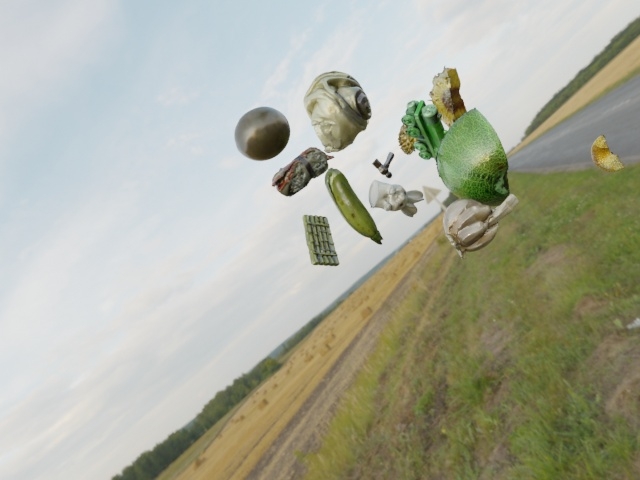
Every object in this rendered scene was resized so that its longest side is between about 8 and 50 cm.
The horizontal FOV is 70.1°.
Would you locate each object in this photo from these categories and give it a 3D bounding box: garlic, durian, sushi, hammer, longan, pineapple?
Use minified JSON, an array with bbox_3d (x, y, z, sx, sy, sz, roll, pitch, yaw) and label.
[{"bbox_3d":[0.391,-0.057,1.131,0.194,0.131,0.127,-42,31,21],"label":"garlic"},{"bbox_3d":[0.347,-0.436,1.725,0.140,0.078,0.225,104,-176,-69],"label":"durian"},{"bbox_3d":[-0.077,-0.277,1.854,0.124,0.130,0.332,-11,29,53],"label":"sushi"},{"bbox_3d":[0.188,-0.225,1.281,0.021,0.065,0.178,-45,6,32],"label":"hammer"},{"bbox_3d":[-0.187,-0.331,1.428,0.204,0.159,0.185,-14,25,46],"label":"longan"},{"bbox_3d":[0.464,-0.520,1.675,0.079,0.233,0.135,-29,24,-19],"label":"pineapple"}]

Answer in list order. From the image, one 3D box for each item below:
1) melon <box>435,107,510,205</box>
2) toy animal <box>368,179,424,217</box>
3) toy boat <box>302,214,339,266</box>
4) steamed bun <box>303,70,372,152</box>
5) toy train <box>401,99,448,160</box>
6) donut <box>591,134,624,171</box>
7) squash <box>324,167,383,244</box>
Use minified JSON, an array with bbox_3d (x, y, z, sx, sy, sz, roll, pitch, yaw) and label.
[{"bbox_3d":[0.385,-0.172,1.155,0.129,0.265,0.169,-20,36,2],"label":"melon"},{"bbox_3d":[0.292,-0.146,1.648,0.130,0.220,0.104,-164,84,-72],"label":"toy animal"},{"bbox_3d":[0.000,0.000,0.928,0.063,0.115,0.016,4,-32,-32],"label":"toy boat"},{"bbox_3d":[0.113,-0.593,2.051,0.346,0.395,0.237,11,-21,-41],"label":"steamed bun"},{"bbox_3d":[0.330,-0.323,1.366,0.251,0.119,0.085,42,-112,-52],"label":"toy train"},{"bbox_3d":[0.661,-0.198,1.057,0.037,0.083,0.067,-34,34,-15],"label":"donut"},{"bbox_3d":[0.114,-0.108,1.627,0.094,0.341,0.094,-33,15,10],"label":"squash"}]
